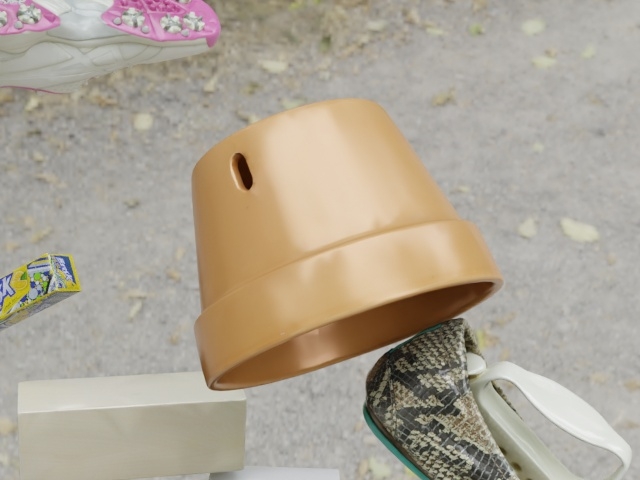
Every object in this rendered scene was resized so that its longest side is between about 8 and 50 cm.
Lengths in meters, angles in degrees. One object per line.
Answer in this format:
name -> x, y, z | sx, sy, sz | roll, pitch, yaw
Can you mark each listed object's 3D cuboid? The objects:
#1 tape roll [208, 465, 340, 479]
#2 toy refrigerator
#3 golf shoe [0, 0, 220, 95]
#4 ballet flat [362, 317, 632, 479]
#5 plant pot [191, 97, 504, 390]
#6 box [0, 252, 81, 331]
tape roll -> -0.063, 0.413, 1.432 | 0.169, 0.246, 0.246 | 2, 39, -1
toy refrigerator -> -0.232, 0.226, 1.377 | 0.269, 0.102, 0.094 | -2, 20, -14
golf shoe -> -0.272, -0.236, 1.310 | 0.306, 0.140, 0.115 | -1, 53, -21
ballet flat -> 0.249, 0.274, 1.109 | 0.483, 0.182, 0.164 | 49, 22, 0
plant pot -> 0.000, 0.000, 1.061 | 0.291, 0.291, 0.203 | -14, 76, -26
box -> -0.423, 0.076, 1.584 | 0.054, 0.169, 0.059 | 8, 60, -62
